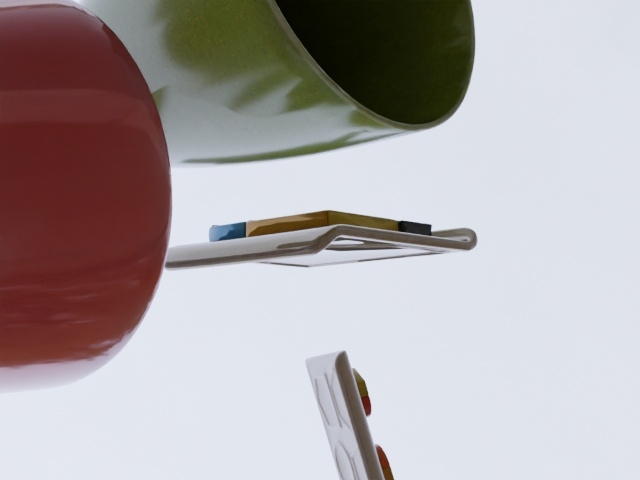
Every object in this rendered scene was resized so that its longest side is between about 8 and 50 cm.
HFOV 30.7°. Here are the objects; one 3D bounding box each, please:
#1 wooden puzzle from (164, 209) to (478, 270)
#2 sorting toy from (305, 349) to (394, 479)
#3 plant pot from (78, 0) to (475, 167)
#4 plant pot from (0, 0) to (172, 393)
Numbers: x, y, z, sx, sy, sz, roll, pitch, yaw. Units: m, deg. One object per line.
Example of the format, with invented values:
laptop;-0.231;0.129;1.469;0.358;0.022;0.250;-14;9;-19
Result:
wooden puzzle;0.000;0.000;1.131;0.239;0.221;0.044;0;-95;-48
sorting toy;0.038;0.224;1.363;0.038;0.208;0.193;-16;-95;-11
plant pot;-0.073;-0.170;0.939;0.275;0.293;0.275;24;-123;-43
plant pot;-0.267;-0.019;0.696;0.275;0.275;0.243;53;-148;17
